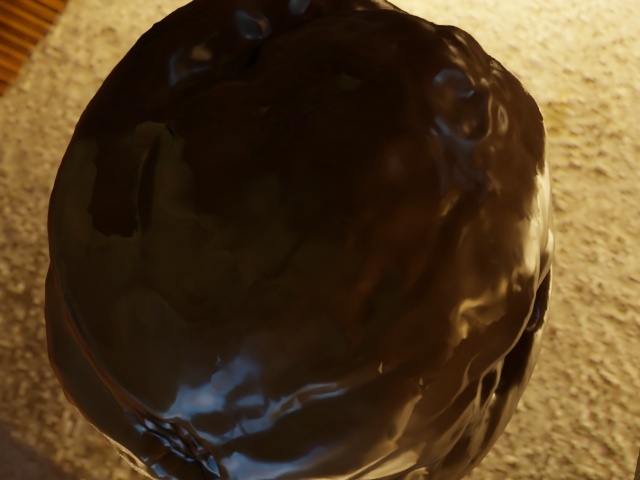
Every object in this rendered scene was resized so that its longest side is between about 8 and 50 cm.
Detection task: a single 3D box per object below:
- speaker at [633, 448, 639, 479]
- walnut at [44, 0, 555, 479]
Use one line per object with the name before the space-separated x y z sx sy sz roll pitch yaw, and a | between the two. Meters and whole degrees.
speaker | 0.333 0.144 1.049 0.232 0.184 0.254 9 -88 4
walnut | -0.010 0.011 1.073 0.383 0.383 0.383 -22 -122 39
